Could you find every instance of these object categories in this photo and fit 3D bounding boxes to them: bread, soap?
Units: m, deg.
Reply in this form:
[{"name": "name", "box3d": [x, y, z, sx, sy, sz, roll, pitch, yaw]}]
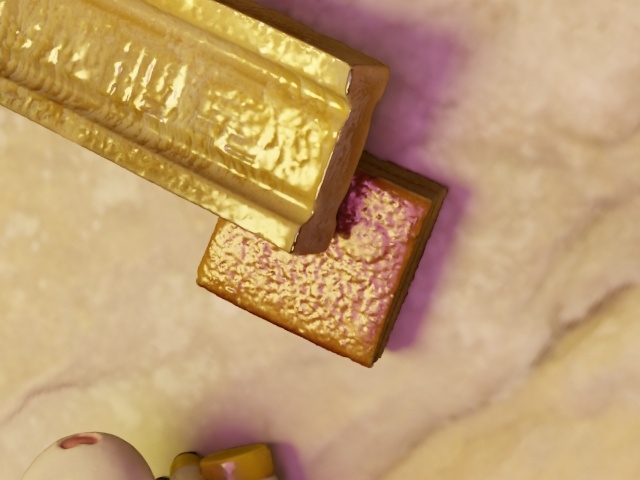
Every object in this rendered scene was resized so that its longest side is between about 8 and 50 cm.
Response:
[{"name": "bread", "box3d": [0.000, 0.000, 0.924, 0.094, 0.035, 0.090, 25, 107, 11]}, {"name": "soap", "box3d": [-0.093, -0.086, 0.912, 0.252, 0.037, 0.092, 27, 107, 22]}]

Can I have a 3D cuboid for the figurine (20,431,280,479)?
[{"name": "figurine", "box3d": [-0.075, 0.147, 0.907, 0.109, 0.178, 0.130, -37, 61, 15]}]
